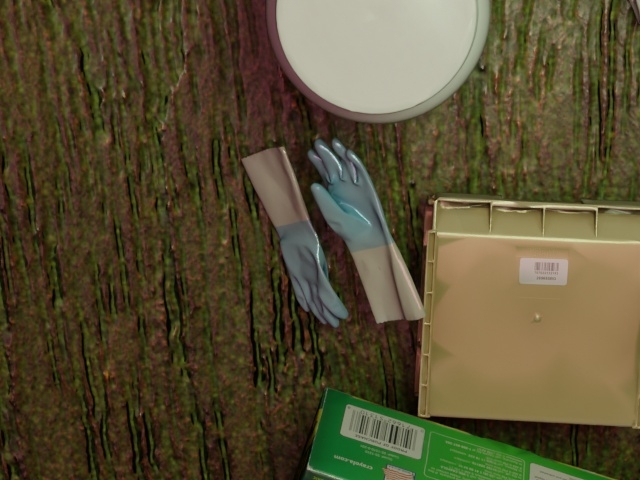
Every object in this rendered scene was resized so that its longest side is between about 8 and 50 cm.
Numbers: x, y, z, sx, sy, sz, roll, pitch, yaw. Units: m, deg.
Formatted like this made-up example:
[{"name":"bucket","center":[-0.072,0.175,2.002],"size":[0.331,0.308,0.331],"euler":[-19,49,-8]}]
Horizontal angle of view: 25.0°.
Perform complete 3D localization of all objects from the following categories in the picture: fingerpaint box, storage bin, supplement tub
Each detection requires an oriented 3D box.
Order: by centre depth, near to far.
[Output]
[{"name":"supplement tub","center":[0.061,-0.244,1.521],"size":[0.228,0.316,0.228],"euler":[1,101,4]},{"name":"fingerpaint box","center":[0.155,0.418,1.664],"size":[0.445,0.163,0.371],"euler":[18,121,-1]},{"name":"storage bin","center":[0.246,0.077,1.671],"size":[0.262,0.123,0.260],"euler":[3,101,3]}]

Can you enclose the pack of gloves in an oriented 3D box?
[{"name":"pack of gloves","center":[0.000,0.000,1.651],"size":[0.195,0.046,0.232],"euler":[-12,104,48]}]

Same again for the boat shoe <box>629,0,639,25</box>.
[{"name":"boat shoe","center":[0.325,-0.358,1.597],"size":[0.084,0.095,0.258],"euler":[-31,95,7]}]
